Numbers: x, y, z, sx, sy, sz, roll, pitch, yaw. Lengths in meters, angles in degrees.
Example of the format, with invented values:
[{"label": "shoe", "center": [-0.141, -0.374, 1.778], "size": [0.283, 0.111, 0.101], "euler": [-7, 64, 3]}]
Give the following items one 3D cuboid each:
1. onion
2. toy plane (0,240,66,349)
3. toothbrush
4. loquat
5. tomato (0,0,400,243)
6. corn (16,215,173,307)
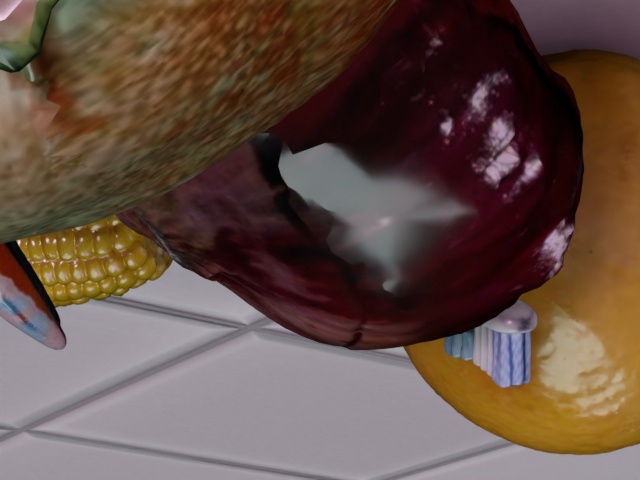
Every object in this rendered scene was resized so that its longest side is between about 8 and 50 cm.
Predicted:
[{"label": "onion", "center": [0.002, -0.080, 0.762], "size": [0.252, 0.219, 0.252], "euler": [41, 175, 5]}, {"label": "toy plane", "center": [-0.195, -0.078, 0.790], "size": [0.223, 0.104, 0.326], "euler": [-16, 130, 27]}, {"label": "toothbrush", "center": [0.000, -0.004, 0.957], "size": [0.040, 0.040, 0.386], "euler": [13, -171, -30]}, {"label": "loquat", "center": [0.129, 0.005, 0.963], "size": [0.208, 0.208, 0.208], "euler": [1, 160, 0]}, {"label": "tomato", "center": [-0.087, -0.153, 0.485], "size": [0.303, 0.303, 0.239], "euler": [-2, 176, 6]}, {"label": "corn", "center": [-0.239, 0.001, 1.129], "size": [0.305, 0.106, 0.106], "euler": [-7, 159, 8]}]
